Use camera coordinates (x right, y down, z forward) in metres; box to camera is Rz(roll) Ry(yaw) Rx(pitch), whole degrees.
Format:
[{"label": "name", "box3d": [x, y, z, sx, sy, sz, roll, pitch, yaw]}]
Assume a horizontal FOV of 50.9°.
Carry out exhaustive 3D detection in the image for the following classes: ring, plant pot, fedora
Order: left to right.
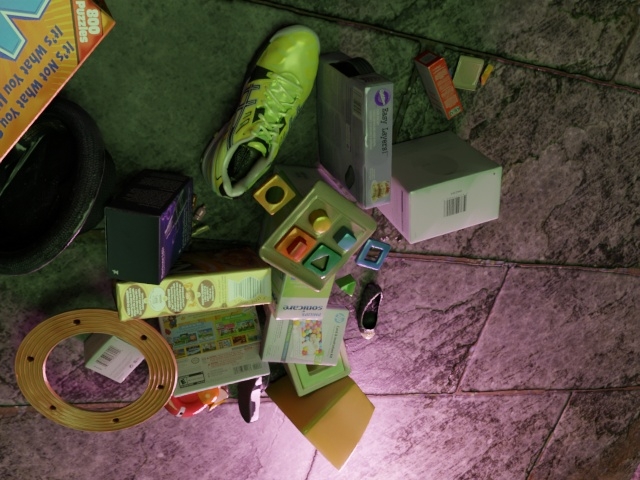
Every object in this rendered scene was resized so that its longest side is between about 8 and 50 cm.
[{"label": "fedora", "box3d": [-0.491, -0.088, 1.243, 0.334, 0.334, 0.152, -49, 155, 9]}, {"label": "ring", "box3d": [-0.480, 0.280, 1.454, 0.336, 0.032, 0.337, -3, 118, -5]}, {"label": "plant pot", "box3d": [0.014, 0.436, 1.775, 0.187, 0.212, 0.212, -44, 127, -10]}]

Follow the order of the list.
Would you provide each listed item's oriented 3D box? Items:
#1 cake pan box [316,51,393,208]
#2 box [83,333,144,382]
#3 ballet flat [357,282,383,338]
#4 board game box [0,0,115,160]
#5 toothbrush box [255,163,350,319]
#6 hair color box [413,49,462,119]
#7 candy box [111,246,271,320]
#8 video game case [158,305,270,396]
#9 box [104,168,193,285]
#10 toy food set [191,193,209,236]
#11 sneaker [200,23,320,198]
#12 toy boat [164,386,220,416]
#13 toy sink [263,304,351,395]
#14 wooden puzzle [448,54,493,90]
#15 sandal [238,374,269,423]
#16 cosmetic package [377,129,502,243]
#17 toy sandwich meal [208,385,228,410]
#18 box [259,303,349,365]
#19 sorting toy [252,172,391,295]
[{"label": "cake pan box", "box3d": [0.064, -0.234, 1.369, 0.070, 0.246, 0.267, -15, 122, -19]}, {"label": "box", "box3d": [-0.463, 0.244, 1.518, 0.101, 0.087, 0.102, -46, 126, 8]}, {"label": "ballet flat", "box3d": [0.131, 0.191, 1.764, 0.057, 0.049, 0.173, -7, 121, -18]}, {"label": "board game box", "box3d": [-0.568, -0.338, 0.967, 0.356, 0.356, 0.356, -47, 126, 7]}, {"label": "toothbrush box", "box3d": [-0.047, 0.002, 1.482, 0.122, 0.206, 0.283, 2, 118, -24]}, {"label": "hair color box", "box3d": [0.262, -0.346, 1.494, 0.043, 0.072, 0.141, -33, 127, -2]}, {"label": "candy box", "box3d": [-0.280, 0.087, 1.439, 0.316, 0.183, 0.088, -4, 105, -21]}, {"label": "video game case", "box3d": [-0.248, 0.235, 1.562, 0.226, 0.026, 0.207, -11, 78, -17]}, {"label": "box", "box3d": [-0.334, -0.030, 1.329, 0.108, 0.207, 0.153, 9, 119, 4]}, {"label": "toy food set", "box3d": [-0.289, -0.069, 1.454, 0.077, 0.019, 0.122, -24, 117, -9]}, {"label": "sneaker", "box3d": [-0.102, -0.245, 1.351, 0.145, 0.147, 0.385, 21, 108, -29]}, {"label": "toy boat", "box3d": [-0.284, 0.334, 1.608, 0.151, 0.151, 0.231, 29, 104, -33]}, {"label": "toy sink", "box3d": [-0.030, 0.248, 1.679, 0.152, 0.131, 0.234, -21, 124, -11]}, {"label": "wooden puzzle", "box3d": [0.337, -0.384, 1.541, 0.116, 0.014, 0.079, 9, 110, -28]}, {"label": "sandal", "box3d": [-0.169, 0.357, 1.716, 0.054, 0.097, 0.255, -14, 133, -30]}, {"label": "cosmetic package", "box3d": [0.251, -0.128, 1.522, 0.223, 0.225, 0.138, -16, 126, -14]}, {"label": "toy sandwich meal", "box3d": [-0.276, 0.401, 1.725, 0.085, 0.029, 0.086, -11, 122, -17]}, {"label": "box", "box3d": [-0.039, 0.215, 1.563, 0.186, 0.038, 0.145, 8, 105, -20]}, {"label": "sorting toy", "box3d": [0.000, 0.000, 1.345, 0.347, 0.047, 0.196, 33, 103, -33]}]
